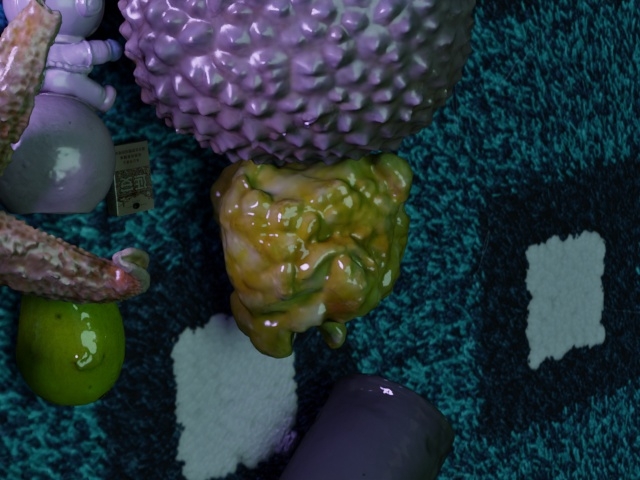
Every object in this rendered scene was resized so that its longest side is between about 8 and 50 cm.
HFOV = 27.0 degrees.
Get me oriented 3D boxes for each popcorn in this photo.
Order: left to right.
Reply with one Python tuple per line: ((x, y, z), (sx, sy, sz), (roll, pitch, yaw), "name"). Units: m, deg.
((0.000, 0.000, 1.636), (0.250, 0.235, 0.242), (-17, 137, -17), "popcorn")

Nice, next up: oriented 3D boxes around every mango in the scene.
((-0.279, 0.098, 1.486), (0.119, 0.100, 0.178), (-13, 97, -37), "mango")

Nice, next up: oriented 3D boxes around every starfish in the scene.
((-0.360, -0.077, 1.298), (0.082, 0.323, 0.432), (-84, 154, -58), "starfish")

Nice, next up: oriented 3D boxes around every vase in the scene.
((0.043, 0.334, 1.723), (0.245, 0.245, 0.291), (50, 59, -34), "vase")

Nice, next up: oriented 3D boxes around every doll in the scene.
((-0.288, -0.171, 1.417), (0.151, 0.151, 0.287), (0, 92, -42), "doll")

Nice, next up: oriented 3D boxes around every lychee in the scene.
((-0.023, -0.268, 1.489), (0.432, 0.380, 0.380), (-23, 112, -23), "lychee")

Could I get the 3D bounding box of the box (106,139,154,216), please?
((-0.226, -0.073, 1.558), (0.053, 0.024, 0.083), (-16, 105, -39), "box")
